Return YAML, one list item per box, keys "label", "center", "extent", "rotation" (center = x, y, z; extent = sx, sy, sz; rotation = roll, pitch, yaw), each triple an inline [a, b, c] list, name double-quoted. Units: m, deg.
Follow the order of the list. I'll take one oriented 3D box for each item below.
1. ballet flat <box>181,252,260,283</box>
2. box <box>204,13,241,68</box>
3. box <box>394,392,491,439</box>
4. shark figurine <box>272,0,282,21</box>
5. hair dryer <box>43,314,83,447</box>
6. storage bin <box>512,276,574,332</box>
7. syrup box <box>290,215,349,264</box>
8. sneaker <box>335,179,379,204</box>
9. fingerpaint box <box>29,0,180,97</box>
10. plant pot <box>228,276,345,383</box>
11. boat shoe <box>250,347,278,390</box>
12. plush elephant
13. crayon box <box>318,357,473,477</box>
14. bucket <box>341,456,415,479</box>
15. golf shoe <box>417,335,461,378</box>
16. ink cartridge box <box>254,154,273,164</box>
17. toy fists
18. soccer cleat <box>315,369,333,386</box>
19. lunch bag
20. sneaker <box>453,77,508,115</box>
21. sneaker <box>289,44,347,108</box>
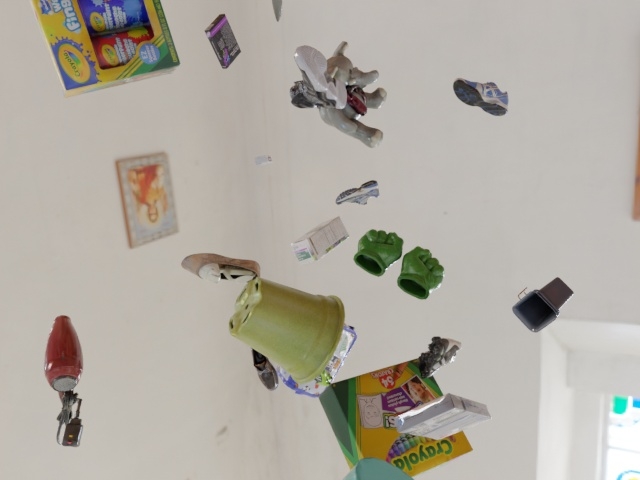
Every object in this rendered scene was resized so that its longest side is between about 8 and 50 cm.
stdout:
- label: "ballet flat"
  center: [-0.370, 0.115, 2.282]
  extent: [0.316, 0.107, 0.106]
  rotation: [4, -139, -26]
- label: "box"
  center: [-0.361, -0.740, 2.222]
  extent: [0.029, 0.162, 0.116]
  rotation: [6, -130, 30]
- label: "box"
  center: [0.274, 0.395, 1.325]
  extent: [0.145, 0.038, 0.186]
  rotation: [-33, 141, 26]
- label: "shark figurine"
  center: [-0.186, -0.532, 1.190]
  extent: [0.116, 0.166, 0.278]
  rotation: [-39, 165, 33]
- label: "hair dryer"
  center: [-0.581, 0.312, 1.328]
  extent: [0.080, 0.293, 0.224]
  rotation: [4, 167, -31]
- label: "storage bin"
  center: [0.539, 0.146, 1.444]
  extent: [0.091, 0.098, 0.135]
  rotation: [-34, 162, -23]
- label: "syrup box"
  center: [0.000, 0.000, 2.279]
  extent: [0.093, 0.096, 0.237]
  rotation: [-20, -169, 40]
- label: "sneaker"
  center: [0.111, -0.125, 1.742]
  extent: [0.135, 0.058, 0.052]
  rotation: [-20, -158, 9]
- label: "fingerpaint box"
  center: [-0.696, -0.718, 1.876]
  extent: [0.371, 0.444, 0.163]
  rotation: [-20, -168, -22]
- label: "plant pot"
  center: [-0.112, 0.235, 1.704]
  extent: [0.254, 0.276, 0.276]
  rotation: [28, 180, -22]
- label: "boat shoe"
  center: [-0.205, 0.443, 2.096]
  extent: [0.066, 0.183, 0.066]
  rotation: [-27, 169, 3]
- label: "plush elephant"
  center: [0.090, -0.519, 2.021]
  extent: [0.330, 0.255, 0.271]
  rotation: [16, -124, 2]
- label: "crayon box"
  center: [0.222, 0.537, 1.751]
  extent: [0.363, 0.106, 0.313]
  rotation: [-8, -124, -33]
- label: "bucket"
  center: [0.133, 0.645, 1.351]
  extent: [0.281, 0.183, 0.281]
  rotation: [32, -168, -8]
- label: "golf shoe"
  center: [0.348, 0.349, 1.746]
  extent: [0.094, 0.198, 0.077]
  rotation: [1, -125, -14]
- label: "ink cartridge box"
  center: [-0.225, -0.322, 2.391]
  extent: [0.048, 0.028, 0.083]
  rotation: [-12, -178, 16]
- label: "toy fists"
  center: [0.244, 0.058, 1.810]
  extent: [0.279, 0.096, 0.142]
  rotation: [27, -132, 12]
- label: "soccer cleat"
  center: [-0.017, 0.444, 2.061]
  extent: [0.073, 0.178, 0.060]
  rotation: [-4, -142, 25]
- label: "lunch bag"
  center: [-0.016, 0.452, 2.447]
  extent: [0.239, 0.327, 0.385]
  rotation: [32, 177, 7]
- label: "sneaker"
  center: [0.529, -0.487, 1.971]
  extent: [0.211, 0.081, 0.080]
  rotation: [23, 165, -18]
- label: "sneaker"
  center: [-0.040, -0.466, 1.763]
  extent: [0.153, 0.101, 0.269]
  rotation: [-4, 158, 29]
